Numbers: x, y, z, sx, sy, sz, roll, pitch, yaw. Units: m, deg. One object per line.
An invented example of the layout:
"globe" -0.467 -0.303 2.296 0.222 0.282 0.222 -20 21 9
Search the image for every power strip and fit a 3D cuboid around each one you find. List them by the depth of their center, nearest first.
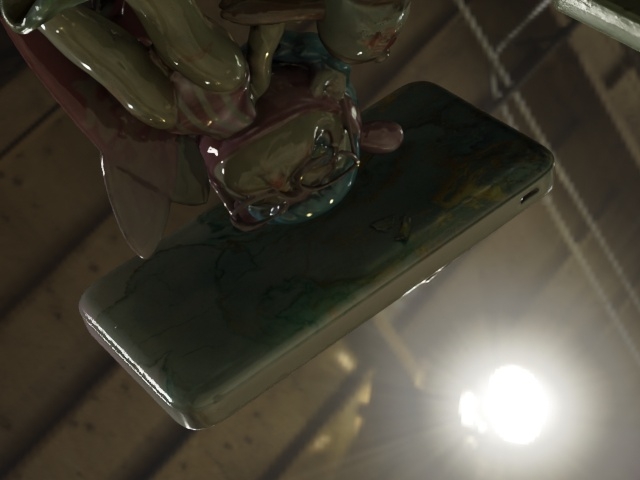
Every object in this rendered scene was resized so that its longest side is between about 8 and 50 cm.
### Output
"power strip" 0.284 -0.173 1.149 0.080 0.227 0.029 -20 -49 -33

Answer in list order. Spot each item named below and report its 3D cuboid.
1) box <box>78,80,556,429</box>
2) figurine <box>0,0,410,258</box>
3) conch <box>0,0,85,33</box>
"box" 0.000 0.000 0.867 0.285 0.142 0.044 -34 -47 -20
"figurine" -0.042 -0.096 0.704 0.205 0.103 0.260 -37 -32 12
"conch" 0.070 -0.173 0.527 0.169 0.203 0.386 44 -101 -19
